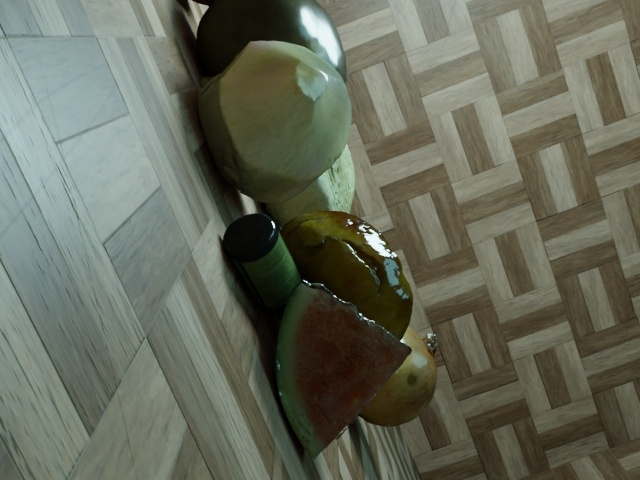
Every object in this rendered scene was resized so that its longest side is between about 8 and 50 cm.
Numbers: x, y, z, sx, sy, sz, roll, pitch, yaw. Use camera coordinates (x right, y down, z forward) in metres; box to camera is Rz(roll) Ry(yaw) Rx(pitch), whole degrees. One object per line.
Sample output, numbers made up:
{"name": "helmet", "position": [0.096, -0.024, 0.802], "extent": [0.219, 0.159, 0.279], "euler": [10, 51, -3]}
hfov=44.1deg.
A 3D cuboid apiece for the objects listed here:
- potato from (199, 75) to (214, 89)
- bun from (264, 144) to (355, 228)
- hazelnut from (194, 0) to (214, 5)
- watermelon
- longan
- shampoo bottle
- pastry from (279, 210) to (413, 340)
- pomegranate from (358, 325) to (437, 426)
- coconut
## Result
{"name": "potato", "position": [-0.260, -0.371, 1.865], "extent": [0.093, 0.037, 0.036], "euler": [18, 47, -83]}
{"name": "bun", "position": [-0.049, -0.162, 2.156], "extent": [0.352, 0.227, 0.349], "euler": [-13, 97, -69]}
{"name": "hazelnut", "position": [-0.240, -0.754, 2.003], "extent": [0.372, 0.372, 0.315], "euler": [-80, 178, -81]}
{"name": "watermelon", "position": [0.020, 0.224, 1.430], "extent": [0.193, 0.231, 0.310], "euler": [-31, -109, 62]}
{"name": "longan", "position": [-0.119, -0.463, 1.961], "extent": [0.404, 0.336, 0.404], "euler": [30, -16, 10]}
{"name": "shampoo bottle", "position": [-0.090, 0.073, 1.499], "extent": [0.284, 0.101, 0.101], "euler": [66, 6, -46]}
{"name": "pastry", "position": [0.030, 0.102, 1.612], "extent": [0.164, 0.356, 0.356], "euler": [-24, 95, -41]}
{"name": "pomegranate", "position": [0.204, 0.371, 2.289], "extent": [0.338, 0.338, 0.338], "euler": [-21, 90, -86]}
{"name": "coconut", "position": [-0.094, -0.254, 1.675], "extent": [0.352, 0.352, 0.353], "euler": [-21, 90, -86]}
